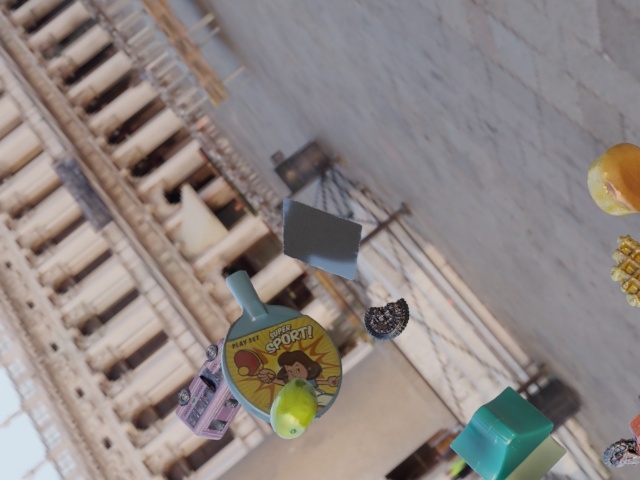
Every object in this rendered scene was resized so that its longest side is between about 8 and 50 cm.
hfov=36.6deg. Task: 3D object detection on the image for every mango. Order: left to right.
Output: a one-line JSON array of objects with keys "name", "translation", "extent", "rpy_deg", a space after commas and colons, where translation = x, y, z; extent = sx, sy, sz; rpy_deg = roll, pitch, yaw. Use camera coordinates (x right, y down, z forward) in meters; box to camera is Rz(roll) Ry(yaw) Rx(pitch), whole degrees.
[{"name": "mango", "translation": [-0.036, 0.222, 1.302], "extent": [0.056, 0.073, 0.108], "rpy_deg": [33, -157, -5]}]

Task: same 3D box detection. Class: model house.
[{"name": "model house", "translation": [0.269, 0.292, 1.411], "extent": [0.100, 0.127, 0.149], "rpy_deg": [41, 172, 43]}]

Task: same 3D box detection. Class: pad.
[{"name": "pad", "translation": [0.000, 0.000, 1.674], "extent": [0.143, 0.003, 0.211], "rpy_deg": [21, 153, 7]}]

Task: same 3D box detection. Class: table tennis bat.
[{"name": "table tennis bat", "translation": [-0.088, 0.190, 1.766], "extent": [0.329, 0.215, 0.044], "rpy_deg": [60, 155, 29]}]

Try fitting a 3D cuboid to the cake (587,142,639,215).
[{"name": "cake", "translation": [0.351, -0.070, 1.119], "extent": [0.084, 0.084, 0.044], "rpy_deg": [51, 153, -4]}]

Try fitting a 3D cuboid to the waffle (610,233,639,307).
[{"name": "waffle", "translation": [0.653, 0.067, 1.846], "extent": [0.046, 0.192, 0.160], "rpy_deg": [72, -156, -60]}]

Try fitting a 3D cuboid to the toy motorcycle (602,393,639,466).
[{"name": "toy motorcycle", "translation": [0.730, 0.390, 2.035], "extent": [0.171, 0.298, 0.089], "rpy_deg": [24, -148, -24]}]

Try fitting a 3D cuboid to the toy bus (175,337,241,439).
[{"name": "toy bus", "translation": [-0.206, 0.306, 1.996], "extent": [0.096, 0.198, 0.108], "rpy_deg": [23, -168, -46]}]

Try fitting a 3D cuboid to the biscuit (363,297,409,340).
[{"name": "biscuit", "translation": [0.120, 0.139, 1.743], "extent": [0.087, 0.089, 0.027], "rpy_deg": [23, 177, 37]}]
